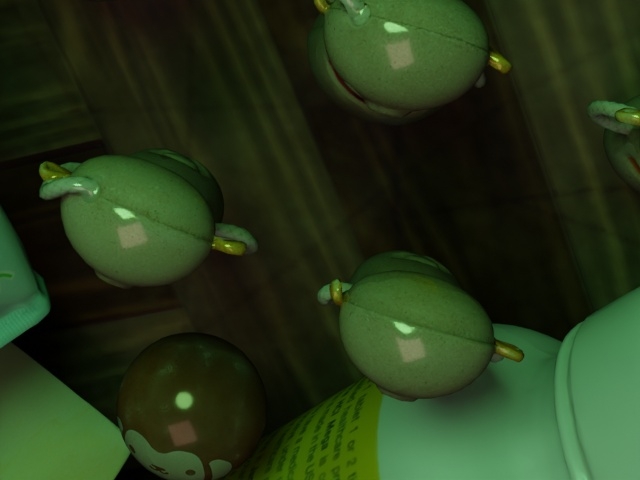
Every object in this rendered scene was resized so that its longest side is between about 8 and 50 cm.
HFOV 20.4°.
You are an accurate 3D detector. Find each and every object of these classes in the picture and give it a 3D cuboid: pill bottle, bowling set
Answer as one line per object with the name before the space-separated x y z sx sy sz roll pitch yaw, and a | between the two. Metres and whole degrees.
pill bottle | 0.037 0.150 0.697 0.334 0.188 0.188 -34 112 31
bowling set | 0.000 0.000 0.578 0.287 0.154 0.200 17 93 -2

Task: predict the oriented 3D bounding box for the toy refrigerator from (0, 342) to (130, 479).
toy refrigerator | -0.188 0.171 0.703 0.094 0.269 0.102 41 147 -16

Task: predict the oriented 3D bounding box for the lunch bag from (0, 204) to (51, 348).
lunch bag | -0.256 0.004 0.585 0.160 0.262 0.223 37 157 43
